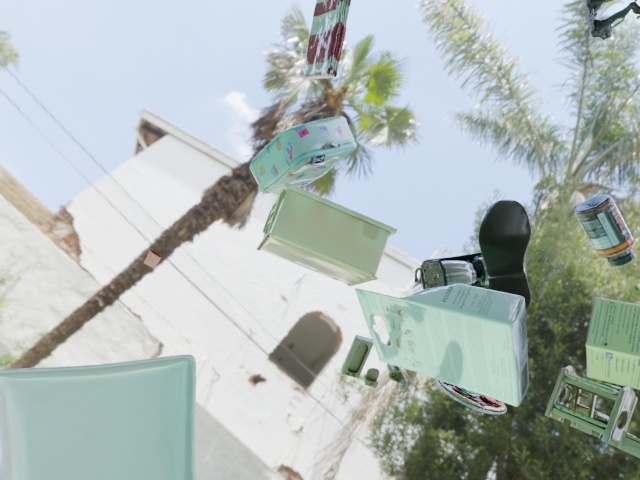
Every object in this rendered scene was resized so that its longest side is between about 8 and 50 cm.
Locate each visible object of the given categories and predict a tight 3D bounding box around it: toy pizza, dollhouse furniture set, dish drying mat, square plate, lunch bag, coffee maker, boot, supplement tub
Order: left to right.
[{"bbox_3d":[-0.405,0.373,0.952,0.049,0.345,0.346,-140,-129,-68],"label":"square plate"},{"bbox_3d":[-0.429,0.048,1.328,0.032,0.008,0.083,32,-35,-12],"label":"dish drying mat"},{"bbox_3d":[-0.041,-0.224,1.392,0.279,0.224,0.107,-27,-99,54],"label":"lunch bag"},{"bbox_3d":[0.158,0.336,1.386,0.151,0.123,0.144,19,-77,-12],"label":"dollhouse furniture set"},{"bbox_3d":[0.368,0.083,1.387,0.171,0.179,0.120,-133,-140,-66],"label":"coffee maker"},{"bbox_3d":[0.424,0.420,1.450,0.201,0.201,0.032,24,-81,26],"label":"toy pizza"},{"bbox_3d":[0.423,0.049,1.184,0.113,0.305,0.115,-3,-32,21],"label":"boot"},{"bbox_3d":[0.816,-0.025,1.479,0.106,0.106,0.197,-21,-76,53],"label":"supplement tub"},{"bbox_3d":[0.525,0.307,0.898,0.161,0.101,0.182,28,-8,-35],"label":"dollhouse furniture set"}]

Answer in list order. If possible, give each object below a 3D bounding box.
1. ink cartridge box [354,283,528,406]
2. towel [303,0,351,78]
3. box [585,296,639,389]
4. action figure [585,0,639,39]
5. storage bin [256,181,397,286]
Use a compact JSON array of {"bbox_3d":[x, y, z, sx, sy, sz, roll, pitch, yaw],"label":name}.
[{"bbox_3d":[0.183,0.139,0.772,0.233,0.066,0.189,14,-41,37],"label":"ink cartridge box"},{"bbox_3d":[0.018,-0.586,1.332,0.237,0.037,0.328,-140,-122,-66],"label":"towel"},{"bbox_3d":[0.710,0.237,1.107,0.243,0.117,0.213,9,-26,33],"label":"box"},{"bbox_3d":[0.694,-0.504,1.050,0.276,0.163,0.141,-8,-18,27],"label":"action figure"},{"bbox_3d":[0.000,0.000,1.218,0.263,0.123,0.260,22,-13,-9],"label":"storage bin"}]
